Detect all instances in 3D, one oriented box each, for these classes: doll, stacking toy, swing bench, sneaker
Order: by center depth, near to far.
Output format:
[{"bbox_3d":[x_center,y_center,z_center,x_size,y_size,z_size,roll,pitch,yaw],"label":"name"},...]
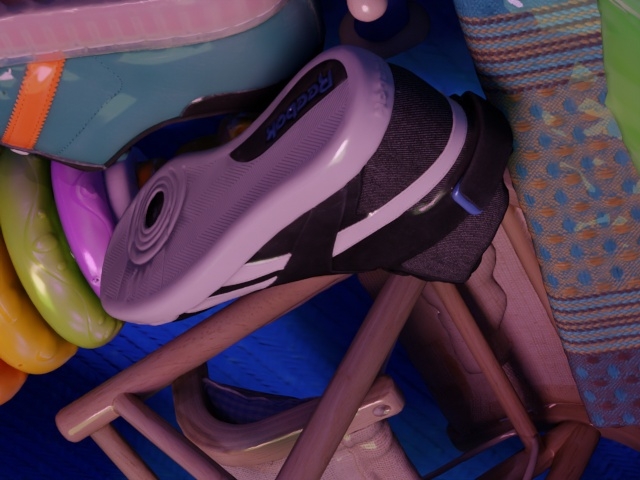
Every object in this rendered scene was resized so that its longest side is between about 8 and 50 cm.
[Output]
[{"bbox_3d":[0.009,-0.139,0.688,0.046,0.129,0.189,-9,155,9],"label":"doll"},{"bbox_3d":[0.000,0.000,0.789,0.121,0.079,0.217,21,147,-29],"label":"sneaker"},{"bbox_3d":[-0.146,-0.081,0.815,0.302,0.108,0.121,-3,138,15],"label":"sneaker"},{"bbox_3d":[-0.135,0.000,0.914,0.302,0.165,0.175,-19,146,13],"label":"stacking toy"},{"bbox_3d":[0.046,0.109,0.946,0.165,0.255,0.253,32,162,43],"label":"swing bench"}]

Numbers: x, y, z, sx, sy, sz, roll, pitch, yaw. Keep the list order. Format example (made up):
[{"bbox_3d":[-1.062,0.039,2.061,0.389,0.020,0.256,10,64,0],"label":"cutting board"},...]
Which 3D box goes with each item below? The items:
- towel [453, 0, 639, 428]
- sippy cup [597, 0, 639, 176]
[{"bbox_3d":[0.197,-0.075,0.722,0.271,0.040,0.370,-6,126,22],"label":"towel"},{"bbox_3d":[0.201,-0.144,0.468,0.224,0.240,0.305,8,146,-43],"label":"sippy cup"}]
